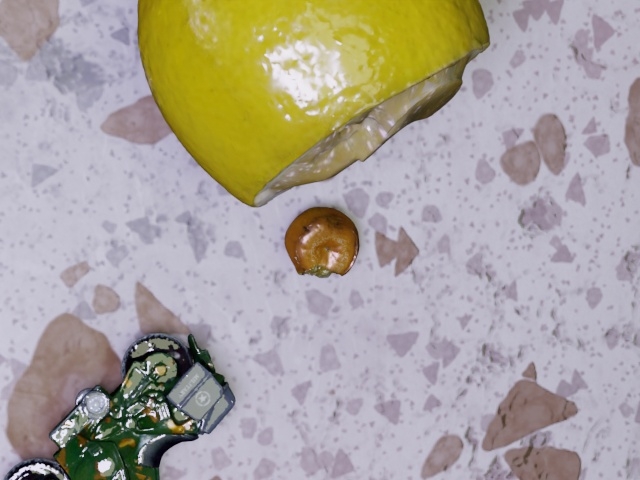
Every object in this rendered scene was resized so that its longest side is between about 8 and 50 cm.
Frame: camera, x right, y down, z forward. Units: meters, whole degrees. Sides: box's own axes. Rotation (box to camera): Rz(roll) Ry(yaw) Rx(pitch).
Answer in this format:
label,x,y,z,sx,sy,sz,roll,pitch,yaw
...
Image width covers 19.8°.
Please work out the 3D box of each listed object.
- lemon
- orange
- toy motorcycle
label,x,y,z,sx,sy,sz,roll,pitch,yaw
lemon,-0.032,-0.233,1.859,0.364,0.364,0.364,-1,95,-18
orange,0.000,0.000,2.021,0.086,0.062,0.086,-8,113,-18
toy motorcycle,-0.194,0.233,1.948,0.187,0.125,0.275,43,81,-7
